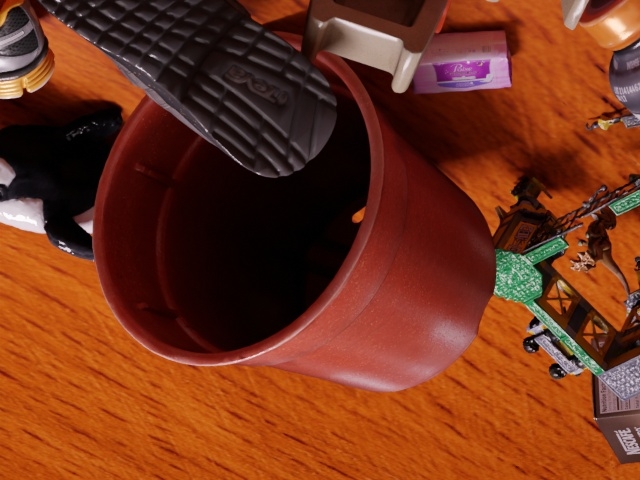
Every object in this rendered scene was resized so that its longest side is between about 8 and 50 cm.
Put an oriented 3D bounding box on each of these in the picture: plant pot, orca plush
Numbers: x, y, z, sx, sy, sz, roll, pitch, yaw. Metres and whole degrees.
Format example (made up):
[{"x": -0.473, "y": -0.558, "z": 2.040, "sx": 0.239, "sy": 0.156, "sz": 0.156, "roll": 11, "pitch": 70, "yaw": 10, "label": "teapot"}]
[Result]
[{"x": 0.000, "y": 0.000, "z": 1.577, "sx": 0.272, "sy": 0.272, "sz": 0.265, "roll": -15, "pitch": 156, "yaw": 29, "label": "plant pot"}, {"x": -0.183, "y": -0.057, "z": 1.623, "sx": 0.287, "sy": 0.151, "sz": 0.102, "roll": 19, "pitch": 116, "yaw": -25, "label": "orca plush"}]

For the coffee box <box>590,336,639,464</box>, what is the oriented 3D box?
[{"x": 0.418, "y": 0.156, "z": 1.992, "sx": 0.247, "sy": 0.098, "sz": 0.141, "roll": -9, "pitch": 150, "yaw": 18, "label": "coffee box"}]

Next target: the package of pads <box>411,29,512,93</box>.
[{"x": 0.110, "y": -0.142, "z": 1.516, "sx": 0.083, "sy": 0.032, "sz": 0.050, "roll": -3, "pitch": 153, "yaw": 9, "label": "package of pads"}]

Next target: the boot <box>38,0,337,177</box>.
[{"x": -0.147, "y": -0.179, "z": 1.324, "sx": 0.338, "sy": 0.118, "sz": 0.223, "roll": 52, "pitch": 171, "yaw": -25, "label": "boot"}]

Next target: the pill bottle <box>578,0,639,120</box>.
[{"x": 0.304, "y": -0.114, "z": 1.407, "sx": 0.246, "sy": 0.130, "sz": 0.130, "roll": 40, "pitch": 139, "yaw": -16, "label": "pill bottle"}]

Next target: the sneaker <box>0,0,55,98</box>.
[{"x": -0.314, "y": -0.162, "z": 1.463, "sx": 0.215, "sy": 0.084, "sz": 0.083, "roll": -2, "pitch": 139, "yaw": -1, "label": "sneaker"}]

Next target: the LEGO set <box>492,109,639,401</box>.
[{"x": 0.316, "y": -0.018, "z": 1.651, "sx": 0.255, "sy": 0.192, "sz": 0.331, "roll": 39, "pitch": 140, "yaw": -6, "label": "LEGO set"}]

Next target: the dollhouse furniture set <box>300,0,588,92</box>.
[{"x": 0.058, "y": -0.232, "z": 1.251, "sx": 0.262, "sy": 0.135, "sz": 0.259, "roll": 18, "pitch": 146, "yaw": -1, "label": "dollhouse furniture set"}]
